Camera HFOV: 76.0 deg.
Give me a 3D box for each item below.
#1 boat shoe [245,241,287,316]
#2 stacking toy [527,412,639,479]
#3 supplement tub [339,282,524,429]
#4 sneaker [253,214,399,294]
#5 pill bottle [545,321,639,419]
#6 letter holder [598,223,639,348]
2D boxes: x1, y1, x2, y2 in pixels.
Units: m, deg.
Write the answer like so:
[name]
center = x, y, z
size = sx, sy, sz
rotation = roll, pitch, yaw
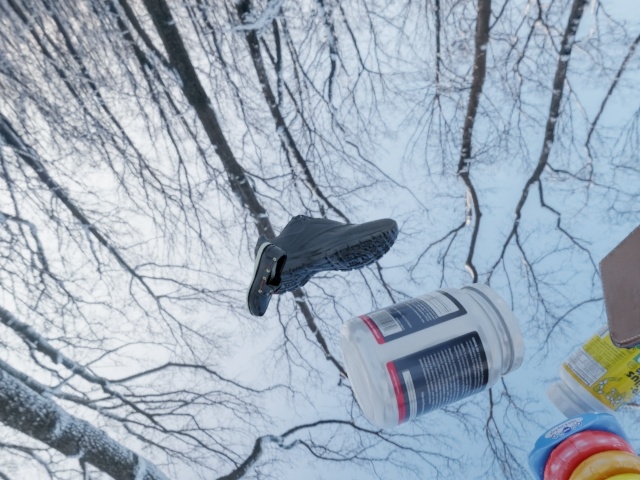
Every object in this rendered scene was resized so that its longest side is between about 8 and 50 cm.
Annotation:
[boat shoe]
center = -0.086, 0.070, 0.658
size = 0.042, 0.133, 0.049
rotation = 25, -158, 23
[stacking toy]
center = 0.468, 0.422, 0.603
size = 0.175, 0.165, 0.302
rotation = -32, -169, 6
[supplement tub]
center = 0.187, 0.194, 0.724
size = 0.272, 0.191, 0.191
rotation = -16, -140, -12
[sneaker]
center = 0.000, 0.000, 0.760
size = 0.286, 0.109, 0.130
rotation = -17, -120, 6
[pill bottle]
center = 0.545, 0.257, 0.790
size = 0.208, 0.118, 0.117
rotation = -52, -140, 15
[letter holder]
center = 0.377, 0.034, 0.297
size = 0.152, 0.301, 0.214
rotation = 17, -127, 8
